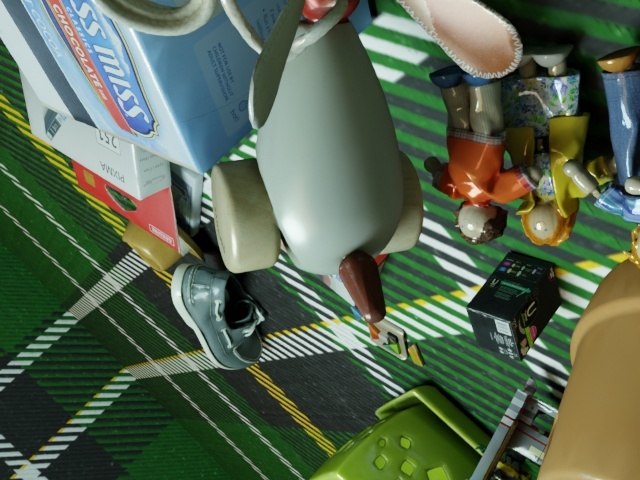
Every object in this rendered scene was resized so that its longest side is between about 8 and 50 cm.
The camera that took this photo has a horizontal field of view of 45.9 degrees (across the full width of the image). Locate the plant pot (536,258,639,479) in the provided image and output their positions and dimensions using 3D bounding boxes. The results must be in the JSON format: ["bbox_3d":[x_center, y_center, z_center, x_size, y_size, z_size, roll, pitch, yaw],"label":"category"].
[{"bbox_3d":[0.312,0.178,0.606,0.291,0.203,0.290,33,152,20],"label":"plant pot"}]

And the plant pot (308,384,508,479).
[{"bbox_3d":[0.138,0.354,1.121,0.228,0.207,0.227,41,155,5],"label":"plant pot"}]

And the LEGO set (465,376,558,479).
[{"bbox_3d":[0.318,0.291,0.864,0.331,0.192,0.255,28,179,35],"label":"LEGO set"}]

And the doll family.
[{"bbox_3d":[0.205,-0.054,0.536,0.263,0.118,0.163,10,121,43],"label":"doll family"}]

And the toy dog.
[{"bbox_3d":[0.014,-0.079,0.477,0.161,0.220,0.333,59,173,44],"label":"toy dog"}]

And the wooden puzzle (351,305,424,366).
[{"bbox_3d":[0.094,0.138,1.082,0.116,0.014,0.078,25,148,36],"label":"wooden puzzle"}]

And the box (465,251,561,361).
[{"bbox_3d":[0.192,0.064,0.745,0.052,0.083,0.062,18,144,41],"label":"box"}]

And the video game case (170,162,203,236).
[{"bbox_3d":[-0.266,-0.109,1.225,0.183,0.023,0.201,40,154,9],"label":"video game case"}]

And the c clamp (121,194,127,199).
[{"bbox_3d":[-0.388,-0.159,1.337,0.137,0.022,0.160,45,157,10],"label":"c clamp"}]

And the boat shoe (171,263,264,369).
[{"bbox_3d":[-0.155,0.145,1.345,0.099,0.116,0.319,-2,146,18],"label":"boat shoe"}]

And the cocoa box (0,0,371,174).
[{"bbox_3d":[-0.139,-0.267,0.555,0.228,0.231,0.347,25,149,34],"label":"cocoa box"}]

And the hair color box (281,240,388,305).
[{"bbox_3d":[0.000,0.000,0.966,0.167,0.053,0.093,39,155,13],"label":"hair color box"}]

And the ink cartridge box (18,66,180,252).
[{"bbox_3d":[-0.340,-0.131,1.163,0.296,0.066,0.261,29,133,34],"label":"ink cartridge box"}]

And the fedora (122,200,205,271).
[{"bbox_3d":[-0.286,-0.004,1.307,0.194,0.079,0.194,40,168,10],"label":"fedora"}]
